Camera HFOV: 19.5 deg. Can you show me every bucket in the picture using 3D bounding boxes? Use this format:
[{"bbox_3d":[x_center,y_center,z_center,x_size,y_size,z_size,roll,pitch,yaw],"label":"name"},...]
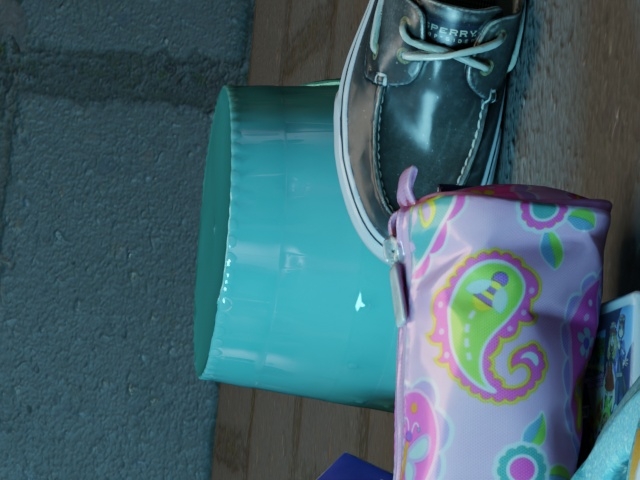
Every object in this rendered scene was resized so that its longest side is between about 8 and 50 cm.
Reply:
[{"bbox_3d":[0.000,0.000,1.502,0.281,0.183,0.281,-174,90,-81],"label":"bucket"}]

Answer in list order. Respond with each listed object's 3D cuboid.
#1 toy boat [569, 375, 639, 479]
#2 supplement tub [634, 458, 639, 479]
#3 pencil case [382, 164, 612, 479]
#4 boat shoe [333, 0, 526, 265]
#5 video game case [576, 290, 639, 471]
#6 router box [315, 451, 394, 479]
[{"bbox_3d":[0.144,0.163,0.623,0.267,0.148,0.318,116,158,-64],"label":"toy boat"},{"bbox_3d":[0.168,0.134,0.244,0.316,0.228,0.228,-98,16,-56],"label":"supplement tub"},{"bbox_3d":[0.084,0.106,0.973,0.124,0.124,0.284,155,119,-79],"label":"pencil case"},{"bbox_3d":[0.080,-0.148,1.293,0.119,0.121,0.335,133,144,-82],"label":"boat shoe"},{"bbox_3d":[0.146,0.130,1.026,0.201,0.023,0.183,137,138,-78],"label":"video game case"},{"bbox_3d":[-0.049,0.360,1.304,0.335,0.082,0.301,-39,-35,-49],"label":"router box"}]
